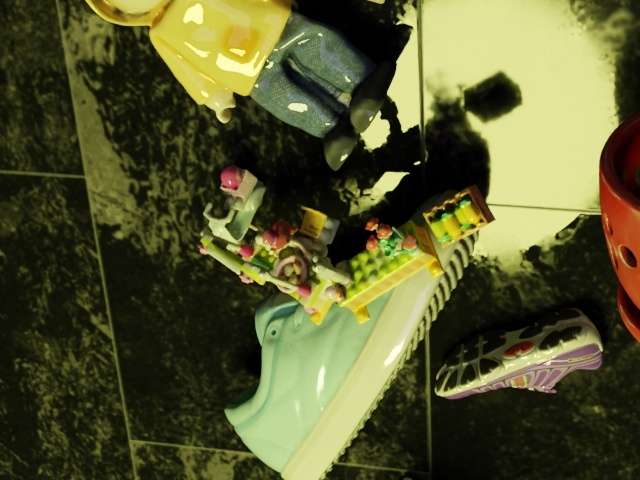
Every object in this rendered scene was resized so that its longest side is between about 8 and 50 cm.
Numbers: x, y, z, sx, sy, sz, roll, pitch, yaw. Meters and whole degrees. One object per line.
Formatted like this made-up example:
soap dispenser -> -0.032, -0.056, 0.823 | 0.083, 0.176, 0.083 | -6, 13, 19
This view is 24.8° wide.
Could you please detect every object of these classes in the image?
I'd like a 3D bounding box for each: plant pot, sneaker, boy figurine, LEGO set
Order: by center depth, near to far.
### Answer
plant pot -> 0.325, -0.002, 1.192 | 0.191, 0.191, 0.174 | 3, 129, 14
boy figurine -> -0.073, -0.184, 1.240 | 0.285, 0.092, 0.177 | 32, 127, -10
LEGO set -> 0.000, 0.000, 1.252 | 0.287, 0.132, 0.107 | 4, 167, 38
sneaker -> 0.013, 0.080, 1.365 | 0.150, 0.135, 0.366 | 35, 117, 7
sneaker -> 0.189, 0.125, 1.384 | 0.170, 0.068, 0.071 | -18, 121, 24

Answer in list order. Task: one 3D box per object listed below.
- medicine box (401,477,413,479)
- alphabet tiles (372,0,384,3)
medicine box -> 0.055, 0.442, 1.488 | 0.149, 0.289, 0.263 | 33, 124, -7
alphabet tiles -> 0.013, -0.365, 1.108 | 0.285, 0.011, 0.342 | 18, 115, 4
